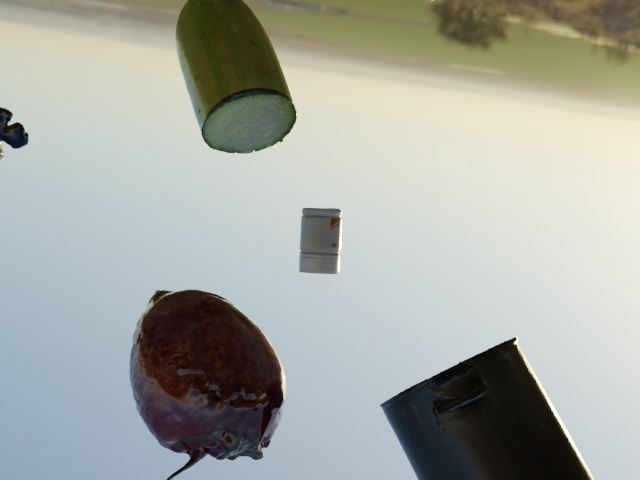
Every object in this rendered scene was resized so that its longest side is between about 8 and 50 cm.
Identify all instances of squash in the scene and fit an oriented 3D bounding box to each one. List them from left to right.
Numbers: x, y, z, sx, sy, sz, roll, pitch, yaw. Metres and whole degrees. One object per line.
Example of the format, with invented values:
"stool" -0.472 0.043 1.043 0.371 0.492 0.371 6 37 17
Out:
"squash" -0.125 -0.246 1.402 0.132 0.132 0.247 3 -127 -34

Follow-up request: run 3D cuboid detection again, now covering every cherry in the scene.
"cherry" -0.146 0.156 1.266 0.192 0.175 0.250 -7 -129 -39

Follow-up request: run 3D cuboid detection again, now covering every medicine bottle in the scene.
"medicine bottle" 0.000 0.000 1.408 0.057 0.089 0.057 3 180 0

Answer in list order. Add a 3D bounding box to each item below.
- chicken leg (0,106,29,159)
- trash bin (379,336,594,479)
"chicken leg" -0.556 -0.134 1.318 0.140 0.211 0.361 56 -163 16
"trash bin" 0.229 0.298 1.317 0.203 0.301 0.252 -28 170 0
